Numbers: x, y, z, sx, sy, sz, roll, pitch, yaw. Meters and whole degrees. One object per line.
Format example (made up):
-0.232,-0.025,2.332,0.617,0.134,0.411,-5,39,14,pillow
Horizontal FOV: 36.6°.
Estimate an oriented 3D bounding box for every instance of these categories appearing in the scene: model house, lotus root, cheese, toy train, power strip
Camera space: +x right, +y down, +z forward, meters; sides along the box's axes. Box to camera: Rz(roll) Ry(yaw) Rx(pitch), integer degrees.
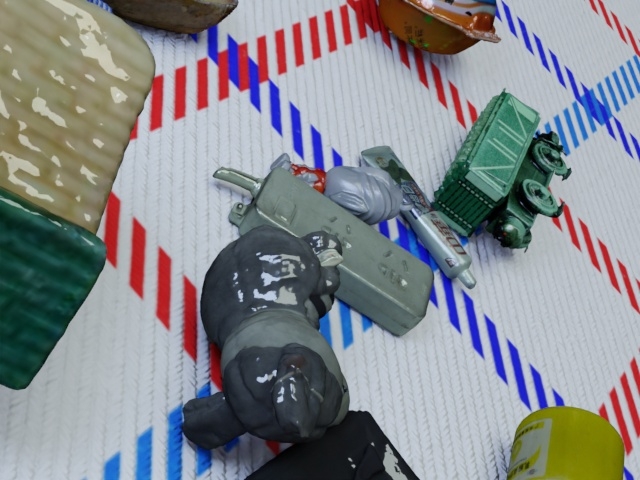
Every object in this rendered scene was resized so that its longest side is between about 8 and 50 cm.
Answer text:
-0.364,-0.060,0.723,0.382,0.334,0.342,27,54,-24,model house
-0.264,-0.317,1.168,0.329,0.078,0.167,10,28,-29,lotus root
0.148,-0.392,1.497,0.217,0.129,0.329,-1,39,-44,cheese
0.256,-0.086,1.338,0.154,0.115,0.269,32,42,1,toy train
0.000,0.000,1.113,0.288,0.053,0.093,33,43,-11,power strip

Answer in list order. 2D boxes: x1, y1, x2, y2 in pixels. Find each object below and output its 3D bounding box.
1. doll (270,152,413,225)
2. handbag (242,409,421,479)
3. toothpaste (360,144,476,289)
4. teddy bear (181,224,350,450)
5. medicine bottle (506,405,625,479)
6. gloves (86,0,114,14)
0.025,-0.063,1.173,0.180,0.079,0.094,18,22,-7,doll
0.043,0.306,0.867,0.275,0.088,0.244,49,40,13,handbag
0.130,-0.033,1.249,0.060,0.038,0.233,-14,63,-45,toothpaste
-0.048,0.117,0.912,0.144,0.171,0.251,39,31,-34,teddy bear
0.249,0.287,1.008,0.122,0.122,0.212,34,42,-9,medicine bottle
-0.296,-0.240,1.071,0.229,0.097,0.119,19,77,-30,gloves
